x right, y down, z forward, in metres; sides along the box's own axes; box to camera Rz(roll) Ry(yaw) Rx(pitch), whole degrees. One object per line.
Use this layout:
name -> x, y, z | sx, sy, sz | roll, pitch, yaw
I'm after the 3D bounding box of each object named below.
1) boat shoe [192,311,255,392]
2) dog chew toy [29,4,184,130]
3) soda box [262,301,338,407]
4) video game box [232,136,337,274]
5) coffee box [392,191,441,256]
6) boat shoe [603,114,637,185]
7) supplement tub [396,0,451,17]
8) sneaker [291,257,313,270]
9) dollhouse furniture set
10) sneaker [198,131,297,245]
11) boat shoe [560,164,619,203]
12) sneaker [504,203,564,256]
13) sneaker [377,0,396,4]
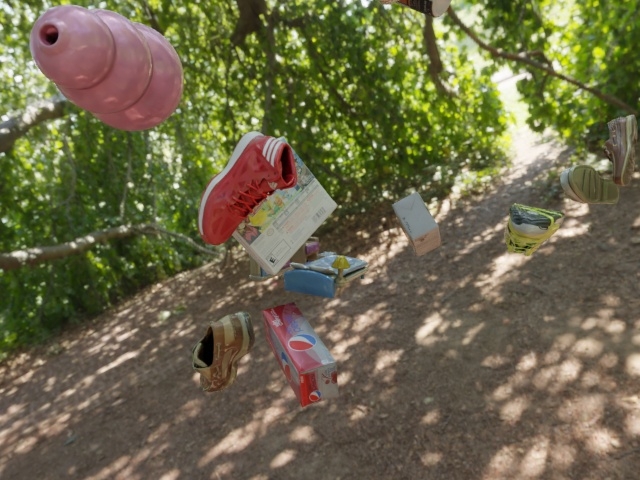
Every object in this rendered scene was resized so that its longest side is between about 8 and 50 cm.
boat shoe -> -0.274, 0.291, 1.378 | 0.120, 0.122, 0.324 | -2, -41, -32
dog chew toy -> -0.382, -0.314, 0.959 | 0.207, 0.206, 0.332 | -19, 0, 8
soda box -> -0.050, 0.238, 1.162 | 0.083, 0.092, 0.263 | -14, 25, -18
video game box -> -0.091, -0.068, 1.055 | 0.205, 0.187, 0.048 | -48, 25, -22
coffee box -> 0.331, -0.049, 1.814 | 0.098, 0.141, 0.246 | -28, -20, 6
boat shoe -> 0.654, -0.195, 1.170 | 0.060, 0.064, 0.178 | -1, 61, 38
supplement tub -> 0.270, -0.711, 1.498 | 0.190, 0.117, 0.117 | 36, 47, 27
sneaker -> -0.069, 0.056, 1.847 | 0.106, 0.162, 0.281 | -6, 1, -10
dollhouse furniture set -> 0.000, 0.000, 1.376 | 0.303, 0.198, 0.286 | 7, 15, 33
sneaker -> -0.123, -0.084, 0.919 | 0.128, 0.221, 0.087 | 19, -6, 44
boat shoe -> 0.805, -0.160, 1.639 | 0.302, 0.113, 0.103 | 11, -5, -40
sneaker -> 0.597, -0.023, 1.516 | 0.145, 0.147, 0.385 | 15, 8, 21
sneaker -> 0.152, -0.718, 1.236 | 0.126, 0.321, 0.127 | -4, 31, 17
